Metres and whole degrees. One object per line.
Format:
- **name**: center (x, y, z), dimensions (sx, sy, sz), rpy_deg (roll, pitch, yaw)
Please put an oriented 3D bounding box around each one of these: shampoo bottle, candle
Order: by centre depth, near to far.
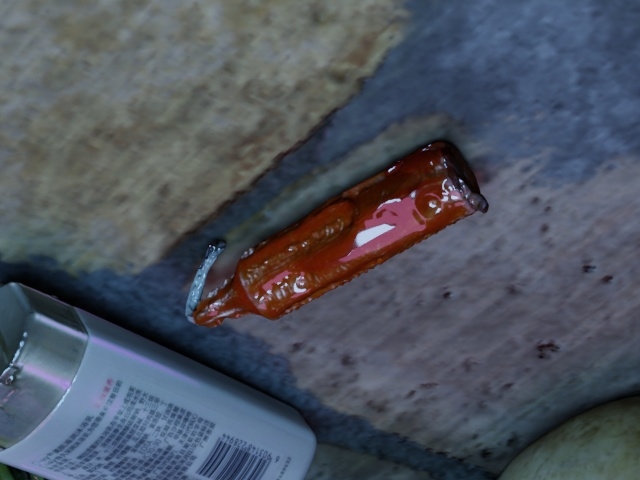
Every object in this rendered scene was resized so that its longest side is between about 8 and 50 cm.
- **candle**: center (0.000, 0.000, 0.863), dimensions (0.162, 0.048, 0.053), rpy_deg (-28, 179, 19)
- **shampoo bottle**: center (-0.098, 0.093, 0.939), dimensions (0.086, 0.056, 0.227), rpy_deg (-49, 138, 11)

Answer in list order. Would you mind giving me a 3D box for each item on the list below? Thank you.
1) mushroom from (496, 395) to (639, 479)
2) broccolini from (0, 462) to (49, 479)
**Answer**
- **mushroom**: center (0.200, 0.203, 1.020), dimensions (0.255, 0.255, 0.184), rpy_deg (-32, 169, 32)
- **broccolini**: center (-0.207, 0.063, 0.939), dimensions (0.074, 0.079, 0.392), rpy_deg (-1, 136, 13)
